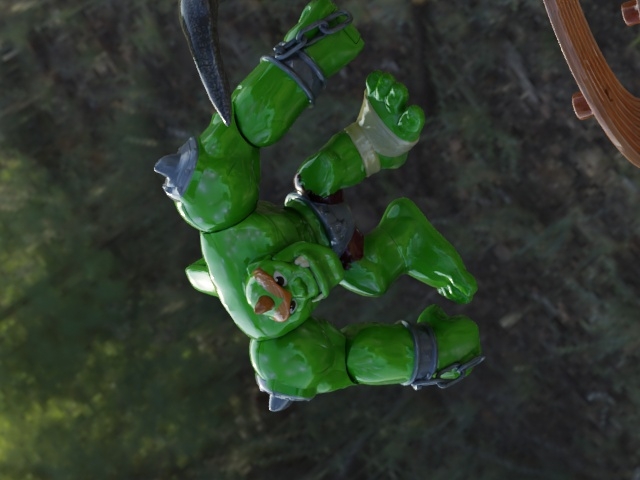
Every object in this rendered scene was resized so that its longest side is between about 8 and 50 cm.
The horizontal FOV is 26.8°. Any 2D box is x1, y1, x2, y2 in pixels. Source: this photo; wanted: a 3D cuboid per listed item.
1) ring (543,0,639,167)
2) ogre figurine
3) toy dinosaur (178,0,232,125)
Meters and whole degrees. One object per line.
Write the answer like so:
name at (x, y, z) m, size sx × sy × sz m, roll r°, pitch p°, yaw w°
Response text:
ring at (0.219, -0.217, 1.091) m, size 0.032 × 0.336 × 0.337 m, roll -16°, pitch 114°, yaw 27°
ogre figurine at (0.000, 0.000, 0.644) m, size 0.097 × 0.118 × 0.197 m, roll 41°, pitch 156°, yaw 48°
toy dinosaur at (-0.032, -0.185, 0.580) m, size 0.160 × 0.121 × 0.314 m, roll -24°, pitch 68°, yaw 51°
